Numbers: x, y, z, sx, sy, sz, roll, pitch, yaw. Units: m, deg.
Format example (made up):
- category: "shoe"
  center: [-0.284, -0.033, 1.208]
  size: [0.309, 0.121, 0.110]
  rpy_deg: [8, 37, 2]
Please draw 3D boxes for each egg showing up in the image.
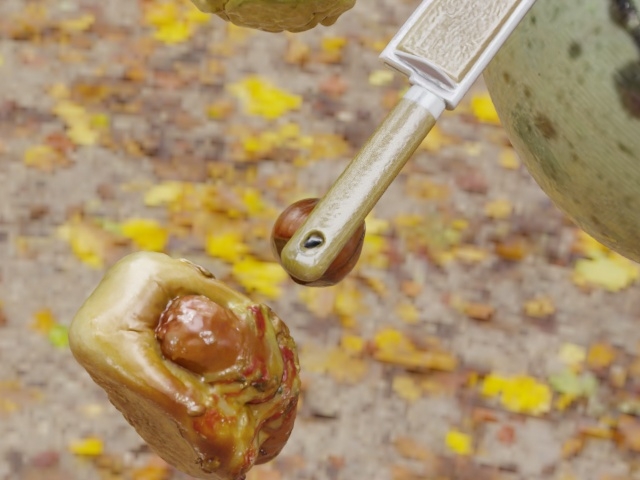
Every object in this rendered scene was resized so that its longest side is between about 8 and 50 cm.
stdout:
- category: "egg"
  center: [0.262, -0.149, 1.368]
  size: [0.287, 0.287, 0.379]
  rpy_deg: [-16, 72, -33]

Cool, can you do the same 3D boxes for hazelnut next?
- category: "hazelnut"
  center: [0.000, 0.000, 1.536]
  size: [0.086, 0.086, 0.086]
  rpy_deg: [5, 30, -3]

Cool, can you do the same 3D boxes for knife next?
- category: "knife"
  center: [0.052, -0.084, 0.887]
  size: [0.046, 0.022, 0.256]
  rpy_deg: [30, 66, 16]

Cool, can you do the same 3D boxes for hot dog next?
- category: "hot dog"
  center: [-0.101, 0.123, 1.617]
  size: [0.153, 0.256, 0.150]
  rpy_deg: [19, 66, 30]

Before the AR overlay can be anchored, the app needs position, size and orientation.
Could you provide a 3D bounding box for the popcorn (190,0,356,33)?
- category: "popcorn"
  center: [-0.037, -0.309, 1.651]
  size: [0.249, 0.249, 0.225]
  rpy_deg: [5, 6, -3]
